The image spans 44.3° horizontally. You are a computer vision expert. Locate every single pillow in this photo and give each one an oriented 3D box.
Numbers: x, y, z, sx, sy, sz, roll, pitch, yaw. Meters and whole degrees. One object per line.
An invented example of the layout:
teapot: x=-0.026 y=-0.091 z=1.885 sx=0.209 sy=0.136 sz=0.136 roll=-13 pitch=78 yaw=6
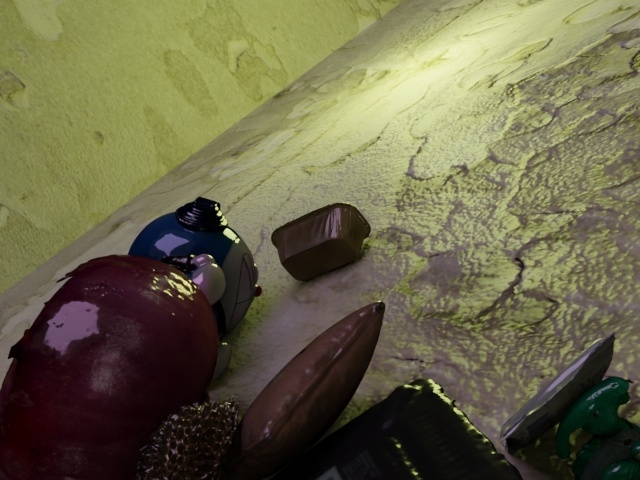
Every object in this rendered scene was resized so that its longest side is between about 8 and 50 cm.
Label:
pillow: x=-0.022 y=0.187 z=0.898 sx=0.223 sy=0.084 sz=0.236 roll=-42 pitch=-11 yaw=-33

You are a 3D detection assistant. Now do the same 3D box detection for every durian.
durian: x=-0.150 y=0.245 z=0.825 sx=0.188 sy=0.091 sz=0.148 roll=-84 pitch=18 yaw=-50

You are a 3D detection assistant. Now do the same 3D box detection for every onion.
onion: x=-0.249 y=0.208 z=1.005 sx=0.345 sy=0.358 sz=0.358 roll=34 pitch=60 yaw=22

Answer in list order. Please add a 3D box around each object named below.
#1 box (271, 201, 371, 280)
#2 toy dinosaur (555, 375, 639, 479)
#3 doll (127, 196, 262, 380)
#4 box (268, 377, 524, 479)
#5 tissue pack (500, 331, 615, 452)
box: x=0.000 y=0.000 z=1.391 sx=0.177 sy=0.111 sz=0.111 roll=-22 pitch=23 yaw=25
toy dinosaur: x=0.230 y=0.175 z=0.648 sx=0.132 sy=0.096 sz=0.059 roll=-60 pitch=12 yaw=16
doll: x=-0.227 y=0.079 z=1.340 sx=0.240 sy=0.284 sz=0.310 roll=15 pitch=25 yaw=3
box: x=0.022 y=0.288 z=0.700 sx=0.350 sy=0.091 sz=0.359 roll=-35 pitch=15 yaw=-4
tissue pack: x=0.211 y=0.145 z=0.704 sx=0.123 sy=0.026 sz=0.193 roll=-41 pitch=-23 yaw=-2
